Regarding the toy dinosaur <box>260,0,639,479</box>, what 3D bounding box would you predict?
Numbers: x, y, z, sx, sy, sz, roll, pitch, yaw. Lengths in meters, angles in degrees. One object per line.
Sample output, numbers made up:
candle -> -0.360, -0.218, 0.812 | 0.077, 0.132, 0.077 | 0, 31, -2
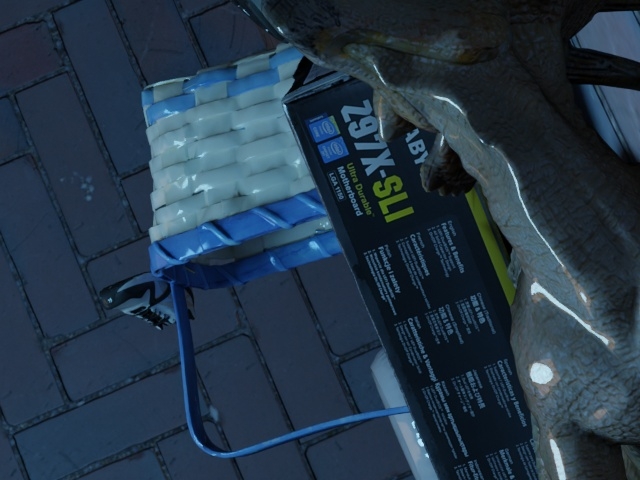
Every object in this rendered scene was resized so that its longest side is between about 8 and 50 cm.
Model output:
toy dinosaur -> 0.111, 0.022, 0.497 | 0.296, 0.127, 0.200 | 53, -166, -36

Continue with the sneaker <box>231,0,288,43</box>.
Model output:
sneaker -> -0.068, -0.243, 0.926 | 0.283, 0.122, 0.110 | 48, 176, -33

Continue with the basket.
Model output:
basket -> 0.000, 0.000, 1.309 | 0.201, 0.254, 0.289 | 28, -130, -70

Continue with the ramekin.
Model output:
ramekin -> 0.126, 0.170, 1.632 | 0.207, 0.109, 0.207 | 157, 90, -87

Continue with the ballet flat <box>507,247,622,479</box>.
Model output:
ballet flat -> 0.121, 0.089, 0.781 | 0.058, 0.084, 0.250 | 5, 108, 50

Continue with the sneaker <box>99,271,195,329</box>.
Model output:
sneaker -> -0.129, 0.047, 1.352 | 0.109, 0.040, 0.044 | -5, -102, -59

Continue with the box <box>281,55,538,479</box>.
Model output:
box -> 0.084, 0.029, 0.924 | 0.257, 0.079, 0.322 | -76, -35, -73
